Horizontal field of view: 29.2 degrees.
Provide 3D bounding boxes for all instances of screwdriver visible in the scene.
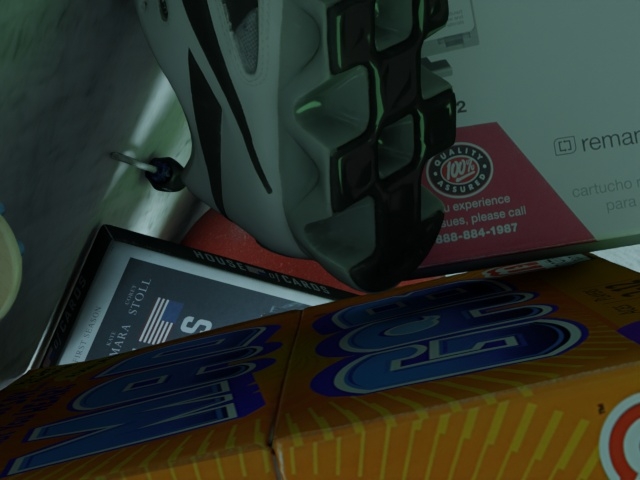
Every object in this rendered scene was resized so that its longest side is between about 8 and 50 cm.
[{"bbox_3d":[-0.105,-0.044,0.768,0.024,0.025,0.170,-64,179,1],"label":"screwdriver"}]

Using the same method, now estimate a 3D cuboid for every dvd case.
[{"bbox_3d":[-0.072,0.100,0.832,0.029,0.239,0.179,45,-67,54],"label":"dvd case"}]

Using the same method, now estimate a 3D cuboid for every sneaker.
[{"bbox_3d":[-0.024,-0.147,0.514,0.122,0.146,0.330,-23,123,-48],"label":"sneaker"}]

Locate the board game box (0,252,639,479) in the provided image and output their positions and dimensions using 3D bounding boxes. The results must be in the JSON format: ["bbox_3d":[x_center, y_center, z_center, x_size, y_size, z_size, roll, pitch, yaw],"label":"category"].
[{"bbox_3d":[0.025,0.225,0.589,0.356,0.356,0.356,-71,148,-86],"label":"board game box"}]

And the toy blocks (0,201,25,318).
[{"bbox_3d":[-0.144,0.045,0.395,0.123,0.054,0.148,-65,178,15],"label":"toy blocks"}]

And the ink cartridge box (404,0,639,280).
[{"bbox_3d":[0.101,-0.131,0.657,0.117,0.207,0.283,112,-32,-84],"label":"ink cartridge box"}]

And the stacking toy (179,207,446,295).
[{"bbox_3d":[0.000,0.000,1.135,0.350,0.351,0.479,111,-10,-74],"label":"stacking toy"}]
